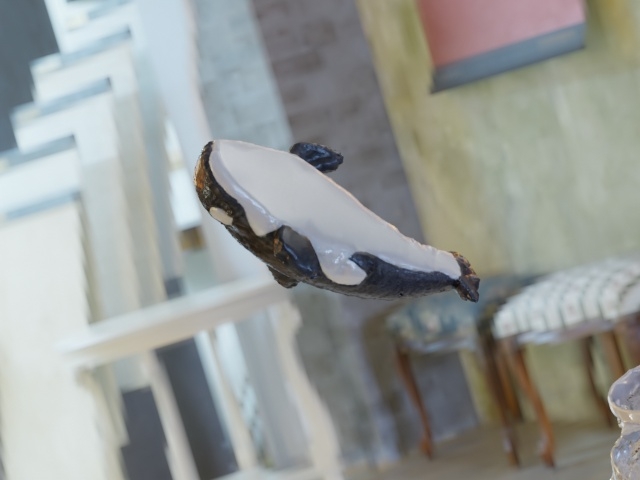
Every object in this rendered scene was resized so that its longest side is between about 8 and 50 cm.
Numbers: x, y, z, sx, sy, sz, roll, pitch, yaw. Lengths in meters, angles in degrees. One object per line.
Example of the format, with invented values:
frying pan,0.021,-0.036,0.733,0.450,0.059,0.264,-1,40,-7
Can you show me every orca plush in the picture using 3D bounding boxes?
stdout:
orca plush,0.000,0.000,1.632,0.287,0.151,0.102,12,-38,-31

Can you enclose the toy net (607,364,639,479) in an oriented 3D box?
toy net,0.168,0.011,0.655,0.232,0.045,0.122,-46,32,14
